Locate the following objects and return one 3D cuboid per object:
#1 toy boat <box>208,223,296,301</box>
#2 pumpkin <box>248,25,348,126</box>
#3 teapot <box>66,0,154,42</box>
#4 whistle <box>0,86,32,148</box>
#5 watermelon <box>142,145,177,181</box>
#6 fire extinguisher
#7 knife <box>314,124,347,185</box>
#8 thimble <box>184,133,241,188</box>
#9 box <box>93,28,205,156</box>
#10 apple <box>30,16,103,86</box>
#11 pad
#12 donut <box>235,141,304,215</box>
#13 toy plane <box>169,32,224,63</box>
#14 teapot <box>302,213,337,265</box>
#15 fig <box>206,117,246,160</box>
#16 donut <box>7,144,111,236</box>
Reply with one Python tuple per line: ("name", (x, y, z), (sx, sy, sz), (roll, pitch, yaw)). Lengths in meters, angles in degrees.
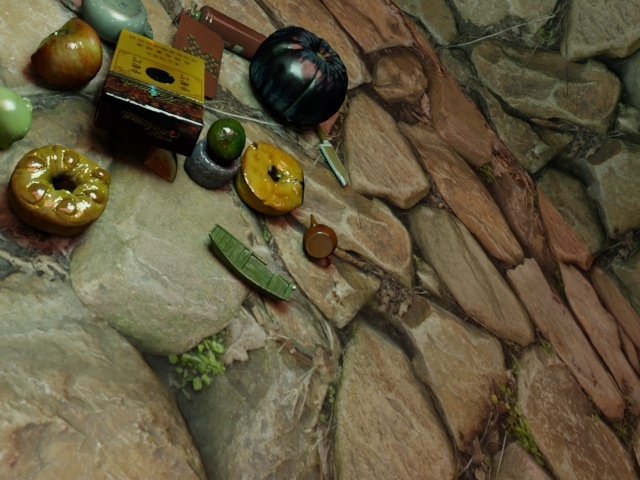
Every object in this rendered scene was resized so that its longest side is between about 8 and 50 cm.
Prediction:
("toy boat", (-0.199, 0.069, 1.616), (0.293, 0.055, 0.093), (41, 41, -11))
("pumpkin", (-0.072, -0.587, 2.074), (0.363, 0.266, 0.363), (23, 48, -28))
("teapot", (-0.627, -0.683, 1.758), (0.294, 0.129, 0.193), (24, 46, -25))
("whistle", (-0.770, -0.239, 1.306), (0.141, 0.141, 0.294), (39, 60, -13))
("watermelon", (-0.457, -0.235, 1.622), (0.094, 0.125, 0.135), (-29, 48, -19))
("fire extinguisher", (-0.363, -0.739, 2.068), (0.337, 0.106, 0.147), (17, 72, -31))
("knife", (0.021, -0.343, 2.156), (0.061, 0.027, 0.343), (-7, 62, -46))
("thimble", (-0.316, -0.233, 1.711), (0.150, 0.098, 0.150), (24, 47, -28))
("box", (-0.462, -0.418, 1.617), (0.264, 0.115, 0.415), (18, 35, -23))
("apple", (-0.665, -0.497, 1.539), (0.160, 0.173, 0.195), (30, 48, -19))
("pad", (-0.403, -0.610, 1.910), (0.181, 0.004, 0.267), (25, 58, -38))
("donut", (-0.156, -0.190, 1.810), (0.253, 0.118, 0.253), (26, 43, -27))
("toy plane", (-0.421, -0.607, 1.936), (0.226, 0.058, 0.226), (-4, 62, -48))
("teapot", (0.000, 0.000, 1.823), (0.116, 0.116, 0.173), (-49, 123, -50))
("fig", (-0.262, -0.308, 1.669), (0.117, 0.117, 0.177), (36, 33, -16))
("donut", (-0.604, -0.117, 1.345), (0.227, 0.114, 0.226), (23, 47, -28))
